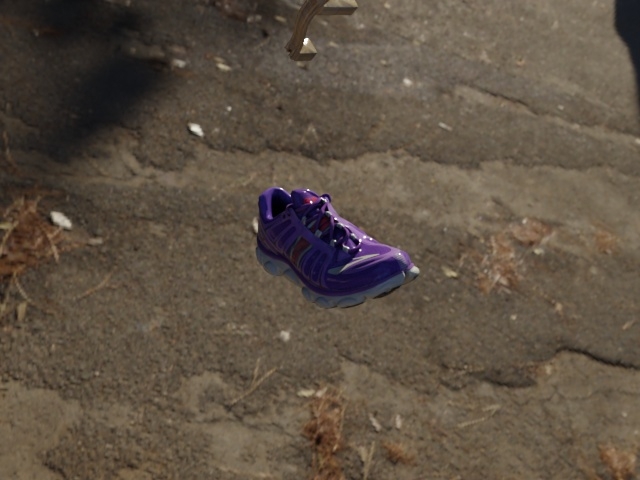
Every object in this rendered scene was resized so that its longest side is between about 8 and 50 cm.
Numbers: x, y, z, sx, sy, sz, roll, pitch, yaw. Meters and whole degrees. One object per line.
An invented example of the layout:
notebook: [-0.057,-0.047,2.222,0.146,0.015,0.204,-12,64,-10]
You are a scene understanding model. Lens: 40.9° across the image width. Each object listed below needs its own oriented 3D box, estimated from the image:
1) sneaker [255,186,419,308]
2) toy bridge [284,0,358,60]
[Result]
sneaker: [0.000,0.000,0.630,0.068,0.071,0.170,-24,28,-32]
toy bridge: [0.014,-0.269,0.973,0.063,0.188,0.026,-14,72,-43]
